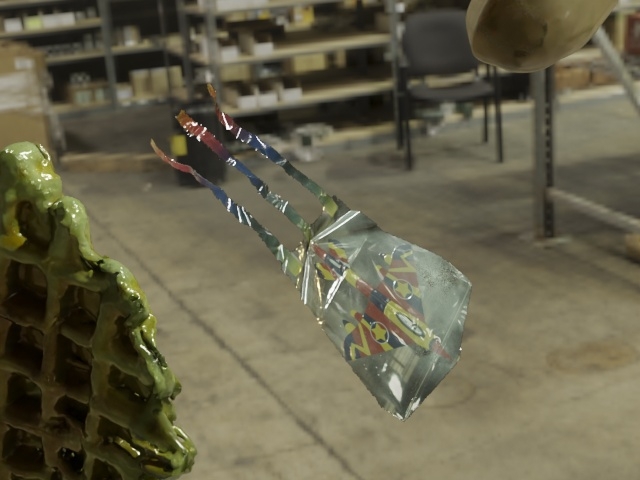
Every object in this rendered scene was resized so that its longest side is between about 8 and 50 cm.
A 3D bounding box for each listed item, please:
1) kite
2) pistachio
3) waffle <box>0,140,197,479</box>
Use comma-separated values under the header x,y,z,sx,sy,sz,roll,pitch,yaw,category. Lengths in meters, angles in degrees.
x,y,z,sx,sy,sz,roll,pitch,yaw,category
-0.001,0.001,0.748,0.015,0.245,0.141,-39,13,41,kite
0.250,-0.269,1.245,0.223,0.152,0.126,-41,63,-3,pistachio
-0.226,0.087,0.863,0.317,0.297,0.073,-31,0,36,waffle
